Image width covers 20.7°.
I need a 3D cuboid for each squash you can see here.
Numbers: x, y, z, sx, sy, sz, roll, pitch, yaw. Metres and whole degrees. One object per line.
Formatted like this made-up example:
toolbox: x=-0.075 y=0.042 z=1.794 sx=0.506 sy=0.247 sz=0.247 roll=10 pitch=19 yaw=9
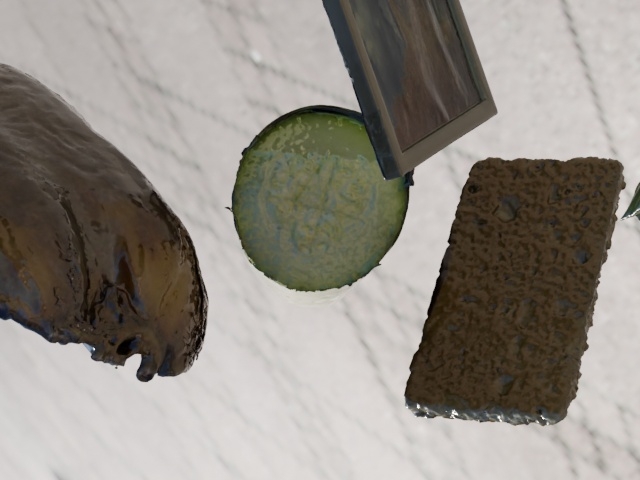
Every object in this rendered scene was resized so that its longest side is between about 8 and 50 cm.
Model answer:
squash: x=-0.013 y=0.009 z=1.386 sx=0.137 sy=0.137 sz=0.287 roll=48 pitch=162 yaw=11

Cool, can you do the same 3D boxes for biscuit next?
biscuit: x=0.146 y=0.034 z=1.294 sx=0.131 sy=0.230 sz=0.025 roll=3 pitch=146 yaw=27

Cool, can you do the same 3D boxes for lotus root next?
lotus root: x=-0.161 y=-0.044 z=0.995 sx=0.167 sy=0.078 sz=0.329 roll=24 pitch=-164 yaw=-43

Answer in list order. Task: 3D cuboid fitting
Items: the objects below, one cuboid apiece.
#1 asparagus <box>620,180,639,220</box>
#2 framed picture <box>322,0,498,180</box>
asparagus: x=0.365 y=-0.106 z=1.704 sx=0.080 sy=0.080 sz=0.287 roll=42 pitch=136 yaw=30
framed picture: x=0.037 y=-0.175 z=1.087 sx=0.016 sy=0.184 sz=0.250 roll=-16 pitch=98 yaw=28
